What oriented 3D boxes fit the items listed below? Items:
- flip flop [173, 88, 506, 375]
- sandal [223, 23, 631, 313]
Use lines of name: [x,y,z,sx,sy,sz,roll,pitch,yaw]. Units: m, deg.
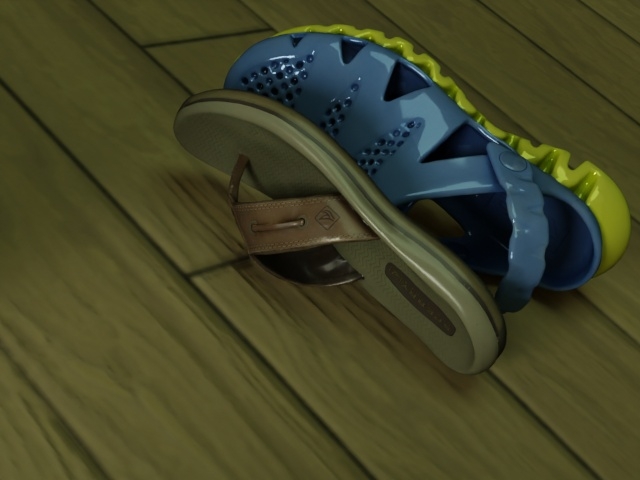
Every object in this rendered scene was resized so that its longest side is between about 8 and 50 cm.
flip flop: [0.000,0.000,0.894,0.277,0.112,0.080,42,71,13]
sandal: [0.066,-0.049,0.965,0.317,0.126,0.138,27,36,11]
